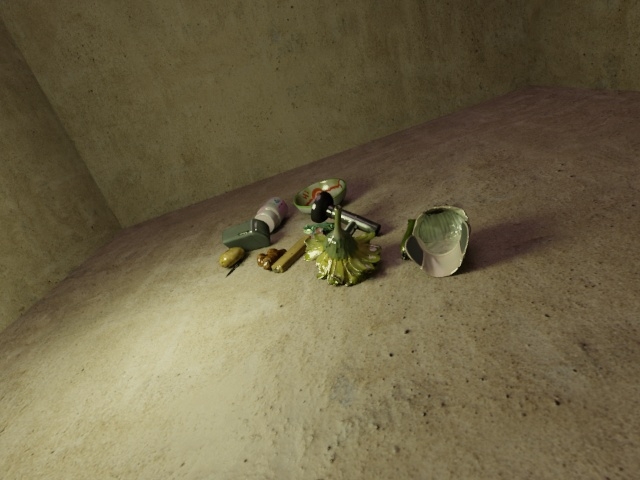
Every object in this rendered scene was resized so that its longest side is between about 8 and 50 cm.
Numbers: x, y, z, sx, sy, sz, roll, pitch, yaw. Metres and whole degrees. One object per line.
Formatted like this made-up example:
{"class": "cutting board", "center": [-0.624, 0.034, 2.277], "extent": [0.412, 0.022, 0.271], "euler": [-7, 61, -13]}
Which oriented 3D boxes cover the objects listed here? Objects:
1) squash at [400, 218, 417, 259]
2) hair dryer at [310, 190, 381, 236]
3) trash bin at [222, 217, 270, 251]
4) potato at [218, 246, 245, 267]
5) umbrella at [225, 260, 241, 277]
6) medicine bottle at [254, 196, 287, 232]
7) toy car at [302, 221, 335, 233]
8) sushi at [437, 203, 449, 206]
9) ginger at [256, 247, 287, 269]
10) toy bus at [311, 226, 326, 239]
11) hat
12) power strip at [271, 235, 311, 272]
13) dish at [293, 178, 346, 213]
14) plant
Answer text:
{"class": "squash", "center": [0.369, -0.023, 1.615], "extent": [0.080, 0.071, 0.318], "euler": [-11, 24, 24]}
{"class": "hair dryer", "center": [0.067, -0.073, 1.788], "extent": [0.320, 0.156, 0.284], "euler": [30, 38, 28]}
{"class": "trash bin", "center": [-0.378, -0.021, 2.124], "extent": [0.236, 0.177, 0.101], "euler": [-17, 59, 17]}
{"class": "potato", "center": [-0.451, 0.081, 2.059], "extent": [0.107, 0.080, 0.170], "euler": [-44, 1, 34]}
{"class": "umbrella", "center": [-0.434, 0.140, 2.013], "extent": [0.022, 0.022, 0.149], "euler": [-58, -2, 36]}
{"class": "medicine bottle", "center": [-0.294, -0.147, 2.378], "extent": [0.151, 0.152, 0.255], "euler": [-13, 22, 19]}
{"class": "toy car", "center": [0.003, -0.059, 2.036], "extent": [0.186, 0.058, 0.093], "euler": [-10, 12, -26]}
{"class": "sushi", "center": [0.547, -0.143, 1.774], "extent": [0.045, 0.044, 0.083], "euler": [-19, 24, 7]}
{"class": "ginger", "center": [-0.234, 0.086, 1.898], "extent": [0.103, 0.074, 0.162], "euler": [13, 31, 33]}
{"class": "toy bus", "center": [0.000, 0.000, 1.900], "extent": [0.077, 0.065, 0.192], "euler": [-26, 21, 4]}
{"class": "hat", "center": [0.427, 0.006, 1.413], "extent": [0.231, 0.161, 0.275], "euler": [-21, 43, 30]}
{"class": "power strip", "center": [-0.126, 0.063, 1.893], "extent": [0.064, 0.044, 0.305], "euler": [-3, 29, 38]}
{"class": "dish", "center": [0.014, -0.232, 2.357], "extent": [0.323, 0.124, 0.324], "euler": [-17, 29, 10]}
{"class": "plant", "center": [0.079, 0.042, 1.526], "extent": [0.305, 0.262, 0.297], "euler": [1, -18, 6]}
